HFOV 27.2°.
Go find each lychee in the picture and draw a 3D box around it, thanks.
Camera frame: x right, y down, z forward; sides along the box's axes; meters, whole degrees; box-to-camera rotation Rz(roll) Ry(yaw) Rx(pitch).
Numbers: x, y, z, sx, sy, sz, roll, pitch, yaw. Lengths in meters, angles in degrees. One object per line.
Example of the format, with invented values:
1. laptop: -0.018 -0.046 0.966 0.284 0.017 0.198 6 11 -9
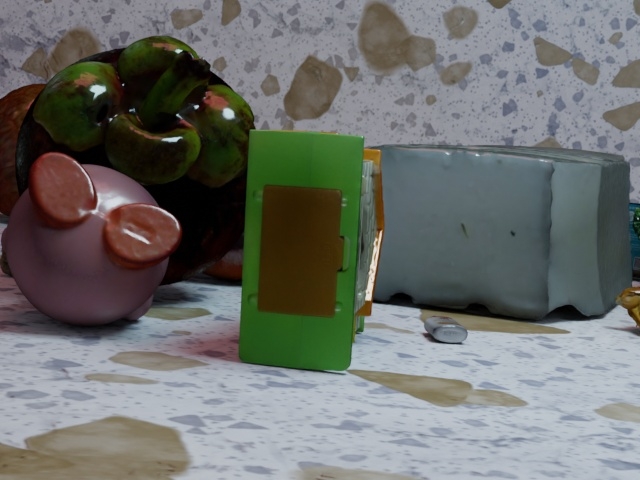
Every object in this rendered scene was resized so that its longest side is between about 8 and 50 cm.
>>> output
1. lychee: -0.470 -0.146 2.277 0.255 0.255 0.300 10 18 42

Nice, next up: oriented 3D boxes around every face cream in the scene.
1. face cream: 0.136 0.097 1.464 0.040 0.021 0.083 5 5 -9

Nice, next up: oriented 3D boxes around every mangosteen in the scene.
1. mangosteen: -0.205 -0.093 1.531 0.311 0.311 0.311 5 6 -1

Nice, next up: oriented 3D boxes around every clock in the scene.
1. clock: 0.000 0.000 1.333 0.106 0.219 0.255 4 5 8

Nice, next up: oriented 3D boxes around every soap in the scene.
1. soap: 0.245 -0.024 1.823 0.350 0.212 0.435 8 7 19

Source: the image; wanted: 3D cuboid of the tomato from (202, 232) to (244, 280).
1. tomato: -0.107 -0.046 1.754 0.208 0.208 0.184 6 13 9

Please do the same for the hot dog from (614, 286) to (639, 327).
1. hot dog: 0.485 0.084 1.613 0.249 0.076 0.102 6 10 -1

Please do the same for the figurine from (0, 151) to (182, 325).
1. figurine: -0.236 0.007 1.342 0.173 0.173 0.173 5 6 -1

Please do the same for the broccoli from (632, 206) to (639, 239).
1. broccoli: 0.622 -0.025 1.957 0.308 0.275 0.308 14 40 -12

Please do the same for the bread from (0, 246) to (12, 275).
1. bread: -0.336 0.019 1.627 0.113 0.060 0.082 8 9 38

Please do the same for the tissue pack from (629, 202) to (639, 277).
1. tissue pack: 0.559 0.005 2.179 0.169 0.120 0.082 8 -10 35
